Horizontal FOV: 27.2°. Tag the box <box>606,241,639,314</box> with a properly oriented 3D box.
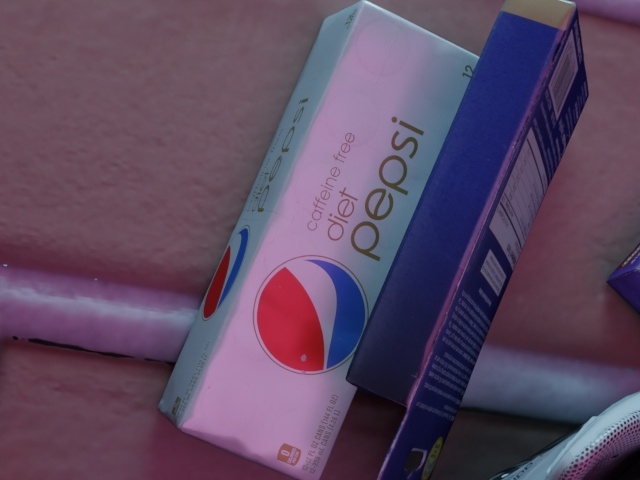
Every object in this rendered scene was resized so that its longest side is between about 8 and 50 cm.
[{"bbox_3d":[0.325,-0.016,0.710,0.201,0.057,0.293,44,80,2],"label":"box"}]

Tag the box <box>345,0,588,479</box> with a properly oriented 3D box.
[{"bbox_3d":[0.067,0.008,0.620,0.036,0.136,0.225,21,84,16],"label":"box"}]

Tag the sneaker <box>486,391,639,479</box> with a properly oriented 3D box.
[{"bbox_3d":[0.074,0.174,0.575,0.365,0.210,0.137,-31,77,-15],"label":"sneaker"}]

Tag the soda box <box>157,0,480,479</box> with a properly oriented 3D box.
[{"bbox_3d":[0.000,0.000,0.634,0.074,0.069,0.216,24,84,-15],"label":"soda box"}]
